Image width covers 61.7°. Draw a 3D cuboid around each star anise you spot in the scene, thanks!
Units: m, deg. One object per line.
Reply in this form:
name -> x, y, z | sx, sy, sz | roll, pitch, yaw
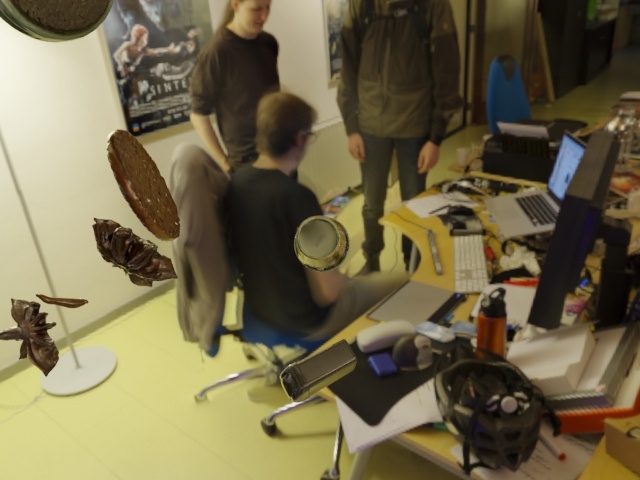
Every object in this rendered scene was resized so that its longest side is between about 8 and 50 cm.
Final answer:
star anise -> -0.571, 0.053, 1.654 | 0.315, 0.315, 0.108 | 9, 55, 27
star anise -> -0.952, 0.298, 1.767 | 0.257, 0.199, 0.110 | 28, 7, 18

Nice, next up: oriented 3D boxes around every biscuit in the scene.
biscuit -> -0.272, -0.082, 0.825 | 0.027, 0.188, 0.188 | -24, 26, 1

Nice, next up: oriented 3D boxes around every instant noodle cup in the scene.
instant noodle cup -> 0.000, 0.000, 1.884 | 0.215, 0.216, 0.236 | -4, -7, 3

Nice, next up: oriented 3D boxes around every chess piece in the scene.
chess piece -> -0.486, -0.438, 0.880 | 0.194, 0.195, 0.299 | -25, 37, -36

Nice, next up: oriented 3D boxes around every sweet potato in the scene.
sweet potato -> -0.585, 0.139, 1.216 | 0.115, 0.026, 0.026 | 14, 9, -41

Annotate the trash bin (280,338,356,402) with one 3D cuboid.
trash bin -> -0.009, 0.415, 1.691 | 0.236, 0.177, 0.101 | -26, 66, -14
